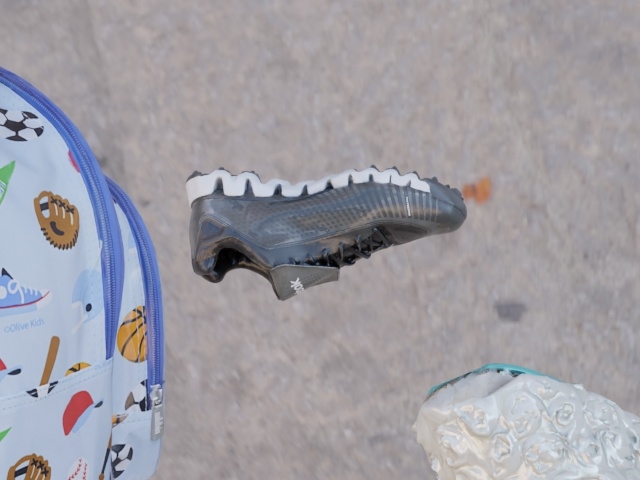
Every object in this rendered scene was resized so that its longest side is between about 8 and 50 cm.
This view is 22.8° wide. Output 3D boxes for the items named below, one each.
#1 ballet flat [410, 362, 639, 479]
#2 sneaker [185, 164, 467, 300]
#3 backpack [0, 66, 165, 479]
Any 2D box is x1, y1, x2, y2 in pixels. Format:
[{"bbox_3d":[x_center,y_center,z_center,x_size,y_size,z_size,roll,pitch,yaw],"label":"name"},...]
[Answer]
[{"bbox_3d":[0.236,0.233,1.184,0.147,0.409,0.147,-33,37,29],"label":"ballet flat"},{"bbox_3d":[0.000,0.000,1.266,0.234,0.078,0.106,1,67,15],"label":"sneaker"},{"bbox_3d":[-0.202,0.038,0.810,0.277,0.263,0.213,17,27,29],"label":"backpack"}]
